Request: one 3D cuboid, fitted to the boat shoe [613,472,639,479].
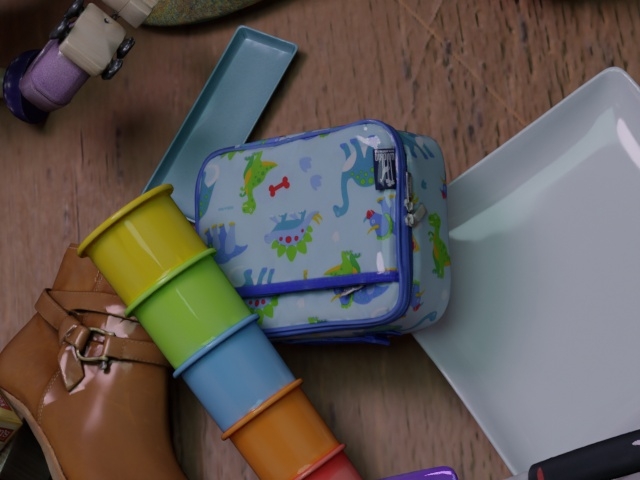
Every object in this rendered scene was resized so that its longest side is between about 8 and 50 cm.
[{"bbox_3d":[0.185,0.259,1.341,0.095,0.084,0.258,34,80,27],"label":"boat shoe"}]

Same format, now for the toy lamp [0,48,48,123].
[{"bbox_3d":[-0.389,-0.157,1.704,0.274,0.080,0.080,9,70,19],"label":"toy lamp"}]

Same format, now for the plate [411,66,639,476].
[{"bbox_3d":[0.212,0.035,1.456,0.277,0.045,0.278,-36,62,-1],"label":"plate"}]

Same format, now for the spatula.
[{"bbox_3d":[0.148,0.191,1.365,0.296,0.030,0.084,-24,65,36],"label":"spatula"}]

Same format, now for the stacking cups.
[{"bbox_3d":[-0.059,0.103,1.420,0.096,0.096,0.316,-39,85,-3],"label":"stacking cups"}]

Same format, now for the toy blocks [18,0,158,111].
[{"bbox_3d":[-0.322,-0.257,1.624,0.260,0.309,0.289,-38,19,42],"label":"toy blocks"}]

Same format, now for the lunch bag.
[{"bbox_3d":[0.000,0.000,1.469,0.219,0.090,0.176,-6,82,36],"label":"lunch bag"}]

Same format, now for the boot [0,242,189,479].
[{"bbox_3d":[-0.150,0.129,1.493,0.283,0.109,0.220,16,75,34],"label":"boot"}]

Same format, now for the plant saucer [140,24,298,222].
[{"bbox_3d":[-0.089,-0.104,1.624,0.067,0.018,0.192,22,75,24],"label":"plant saucer"}]

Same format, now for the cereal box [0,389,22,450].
[{"bbox_3d":[-0.374,0.181,1.521,0.240,0.047,0.173,-48,55,10],"label":"cereal box"}]

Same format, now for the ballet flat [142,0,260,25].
[{"bbox_3d":[-0.035,-0.291,1.637,0.348,0.123,0.123,-14,64,11],"label":"ballet flat"}]
